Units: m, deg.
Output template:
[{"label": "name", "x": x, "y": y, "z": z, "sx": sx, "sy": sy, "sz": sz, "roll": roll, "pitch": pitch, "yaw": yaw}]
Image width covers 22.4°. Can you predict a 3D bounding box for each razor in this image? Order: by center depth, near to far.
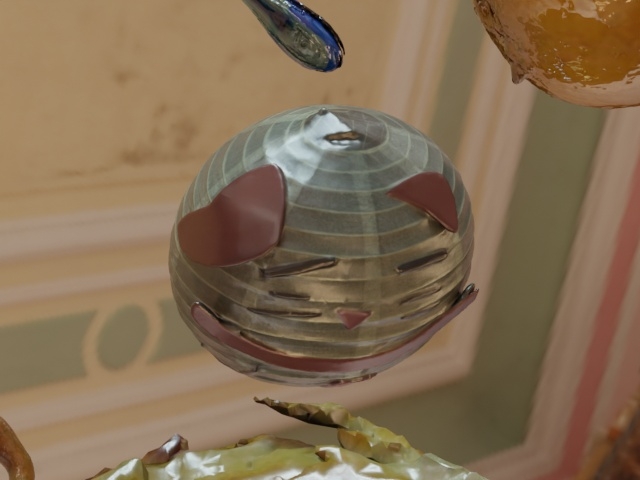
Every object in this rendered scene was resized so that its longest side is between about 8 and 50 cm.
[{"label": "razor", "x": -0.101, "y": -0.249, "z": 1.318, "sx": 0.056, "sy": 0.324, "sz": 0.093, "roll": -25, "pitch": -23, "yaw": -47}]

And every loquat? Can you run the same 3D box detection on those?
[{"label": "loquat", "x": 0.130, "y": -0.126, "z": 0.728, "sx": 0.141, "sy": 0.141, "sz": 0.141, "roll": -28, "pitch": -51, "yaw": -42}]

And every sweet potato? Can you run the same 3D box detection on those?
[{"label": "sweet potato", "x": -0.274, "y": 0.133, "z": 1.267, "sx": 0.044, "sy": 0.179, "sz": 0.044, "roll": -37, "pitch": -27, "yaw": -23}]

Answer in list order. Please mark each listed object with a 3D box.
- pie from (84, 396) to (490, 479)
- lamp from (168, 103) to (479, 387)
[{"label": "pie", "x": -0.010, "y": 0.189, "z": 0.616, "sx": 0.308, "sy": 0.308, "sz": 0.085, "roll": -46, "pitch": -29, "yaw": -27}, {"label": "lamp", "x": 0.000, "y": 0.000, "z": 1.275, "sx": 0.265, "sy": 0.233, "sz": 0.233, "roll": -12, "pitch": -60, "yaw": -24}]
